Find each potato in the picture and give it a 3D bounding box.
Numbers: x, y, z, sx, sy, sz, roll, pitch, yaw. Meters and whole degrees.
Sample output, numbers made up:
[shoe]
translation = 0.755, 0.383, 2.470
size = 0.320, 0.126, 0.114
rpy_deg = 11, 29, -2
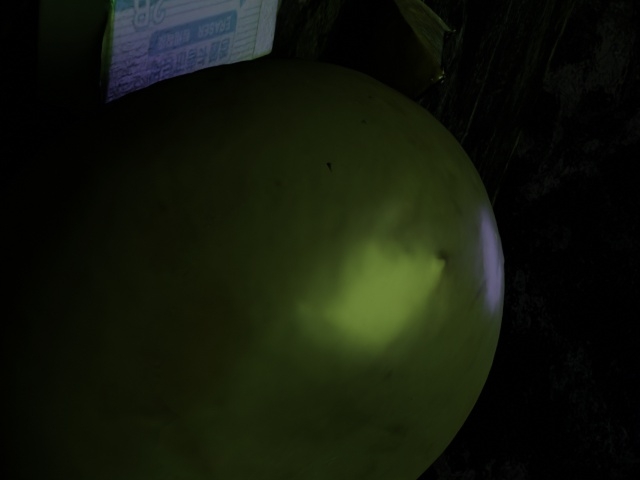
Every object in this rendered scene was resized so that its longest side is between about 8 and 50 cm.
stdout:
[potato]
translation = 0.075, -0.217, 1.086
size = 0.120, 0.100, 0.261
rpy_deg = -36, -167, 20

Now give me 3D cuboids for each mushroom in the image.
[mushroom]
translation = -0.066, 0.042, 0.613
size = 0.362, 0.294, 0.362
rpy_deg = -22, 141, -19

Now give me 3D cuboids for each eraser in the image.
[eraser]
translation = -0.094, -0.149, 0.615
size = 0.225, 0.052, 0.095
rpy_deg = -40, 144, -59
